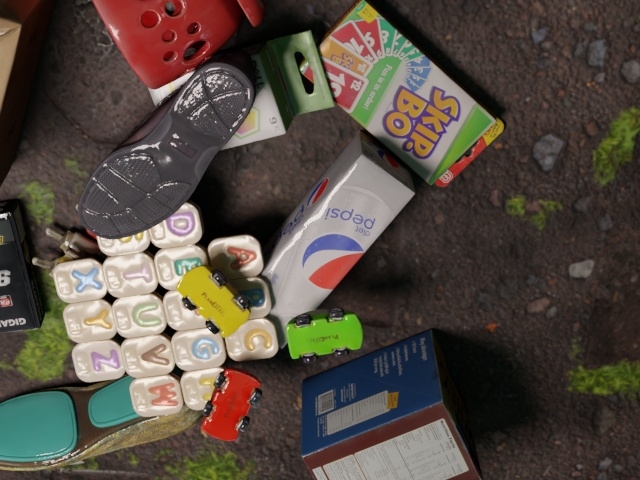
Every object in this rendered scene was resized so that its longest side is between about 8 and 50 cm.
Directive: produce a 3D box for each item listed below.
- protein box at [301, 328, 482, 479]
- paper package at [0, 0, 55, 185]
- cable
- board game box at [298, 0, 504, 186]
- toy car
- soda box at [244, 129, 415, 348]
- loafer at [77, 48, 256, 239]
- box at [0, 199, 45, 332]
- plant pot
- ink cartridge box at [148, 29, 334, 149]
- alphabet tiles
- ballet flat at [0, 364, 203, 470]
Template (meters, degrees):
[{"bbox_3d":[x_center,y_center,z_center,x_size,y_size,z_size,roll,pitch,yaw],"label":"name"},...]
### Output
[{"bbox_3d":[0.092,0.254,1.811,0.201,0.200,0.136,-23,112,9],"label":"protein box"},{"bbox_3d":[-0.432,-0.183,1.548,0.168,0.325,0.309,17,112,-8],"label":"paper package"},{"bbox_3d":[-0.240,0.053,1.813,0.287,0.072,0.139,36,102,-28],"label":"cable"},{"bbox_3d":[0.107,-0.183,1.710,0.259,0.039,0.124,39,110,-19],"label":"board game box"},{"bbox_3d":[-0.057,0.128,1.704,0.225,0.053,0.239,-9,106,1],"label":"toy car"},{"bbox_3d":[0.000,0.000,1.755,0.091,0.098,0.286,35,108,-15],"label":"soda box"},{"bbox_3d":[-0.180,-0.117,1.636,0.109,0.095,0.302,40,117,-15],"label":"loafer"},{"bbox_3d":[-0.497,0.045,1.795,0.220,0.051,0.175,-7,113,3],"label":"box"},{"bbox_3d":[-0.171,-0.300,1.576,0.174,0.191,0.191,-29,111,3],"label":"plant pot"},{"bbox_3d":[-0.099,-0.181,1.674,0.209,0.062,0.109,-12,113,15],"label":"ink cartridge box"},{"bbox_3d":[-0.201,0.092,1.737,0.278,0.021,0.284,-8,105,7],"label":"alphabet tiles"},{"bbox_3d":[-0.318,0.258,1.868,0.348,0.123,0.123,-18,113,9],"label":"ballet flat"}]
